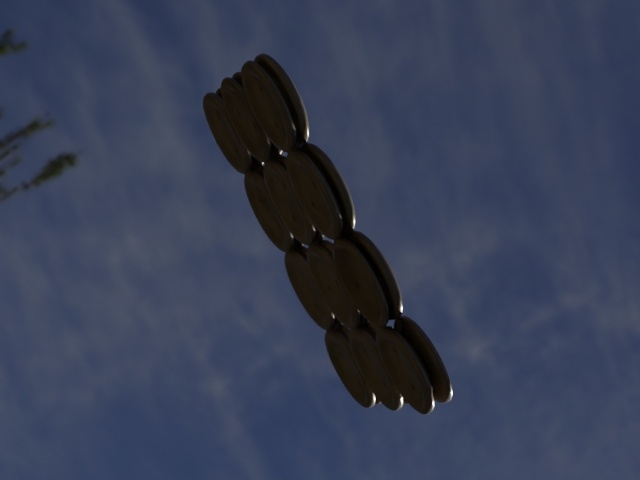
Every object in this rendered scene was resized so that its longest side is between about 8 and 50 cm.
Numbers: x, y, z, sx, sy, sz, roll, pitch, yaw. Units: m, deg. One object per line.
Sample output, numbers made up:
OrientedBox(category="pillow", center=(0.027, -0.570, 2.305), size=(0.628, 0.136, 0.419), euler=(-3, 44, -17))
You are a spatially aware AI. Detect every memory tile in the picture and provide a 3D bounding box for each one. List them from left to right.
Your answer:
OrientedBox(category="memory tile", center=(0.000, 0.000, 0.629), size=(0.148, 0.012, 0.113), euler=(63, -15, -2))
